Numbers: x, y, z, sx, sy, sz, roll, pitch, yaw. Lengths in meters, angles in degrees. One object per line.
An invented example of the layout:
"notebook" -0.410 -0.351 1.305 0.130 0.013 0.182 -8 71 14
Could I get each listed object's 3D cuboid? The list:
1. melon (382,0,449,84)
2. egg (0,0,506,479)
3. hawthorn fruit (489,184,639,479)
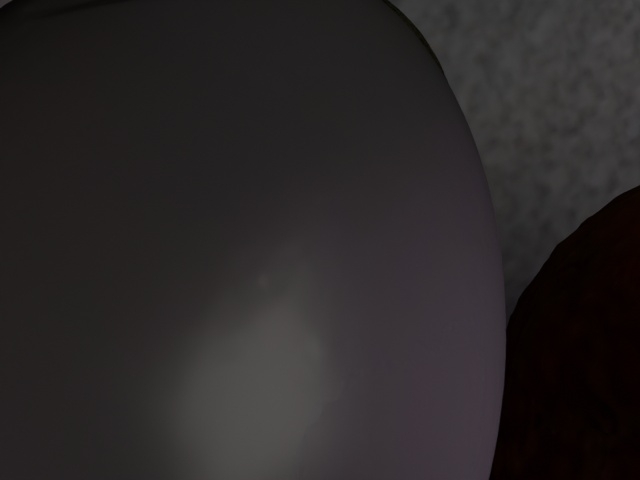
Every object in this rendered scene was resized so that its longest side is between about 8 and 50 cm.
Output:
"melon" 0.000 0.000 0.573 0.099 0.099 0.162 3 79 -50
"egg" -0.045 0.035 0.439 0.176 0.176 0.232 38 70 -37
"hawthorn fruit" 0.208 0.099 0.654 0.369 0.284 0.285 -7 85 -58
